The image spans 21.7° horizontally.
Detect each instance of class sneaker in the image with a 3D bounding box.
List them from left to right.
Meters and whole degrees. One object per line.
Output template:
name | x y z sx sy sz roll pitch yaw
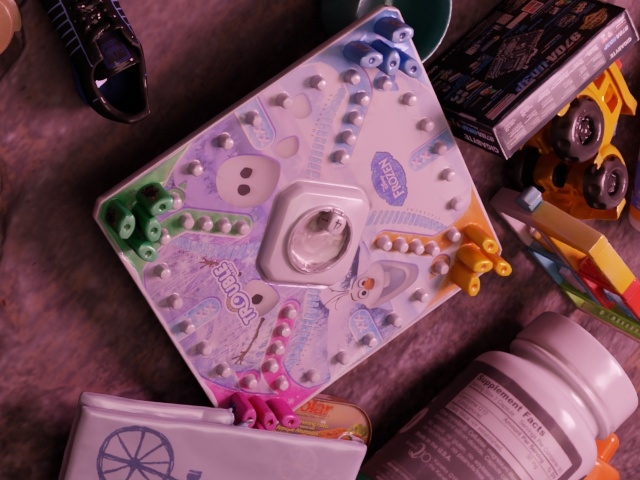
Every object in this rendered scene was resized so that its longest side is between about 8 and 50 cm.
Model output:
sneaker | -0.225 -0.221 1.653 0.081 0.090 0.232 -33 125 -19

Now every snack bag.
snack bag | -0.138 0.329 1.883 0.343 0.037 0.323 9 114 -16

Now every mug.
mug | 0.057 -0.247 1.832 0.129 0.097 0.157 37 87 -39

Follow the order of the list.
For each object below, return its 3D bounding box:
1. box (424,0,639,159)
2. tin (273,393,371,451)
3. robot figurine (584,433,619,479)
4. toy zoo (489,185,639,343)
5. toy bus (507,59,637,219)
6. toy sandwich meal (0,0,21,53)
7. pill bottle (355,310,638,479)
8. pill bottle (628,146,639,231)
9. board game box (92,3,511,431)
box | 0.228 -0.203 1.918 0.220 0.175 0.051 -42 127 -14
tin | -0.021 0.234 2.017 0.190 0.040 0.106 15 104 -38
robot figurine | 0.311 0.336 2.228 0.128 0.158 0.219 34 88 -23
toy zoo | 0.323 0.030 2.068 0.030 0.192 0.293 -50 129 -7
toy bus | 0.312 -0.162 2.029 0.211 0.149 0.220 -57 133 -22
toy sandwich meal | -0.335 -0.213 1.623 0.086 0.029 0.085 -13 119 -25
pill bottle | 0.212 0.269 2.083 0.361 0.204 0.204 -41 127 -13
pill bottle | 0.489 -0.139 2.138 0.152 0.152 0.272 -6 111 -33
board game box | 0.000 0.000 1.830 0.390 0.050 0.390 -35 129 -10
